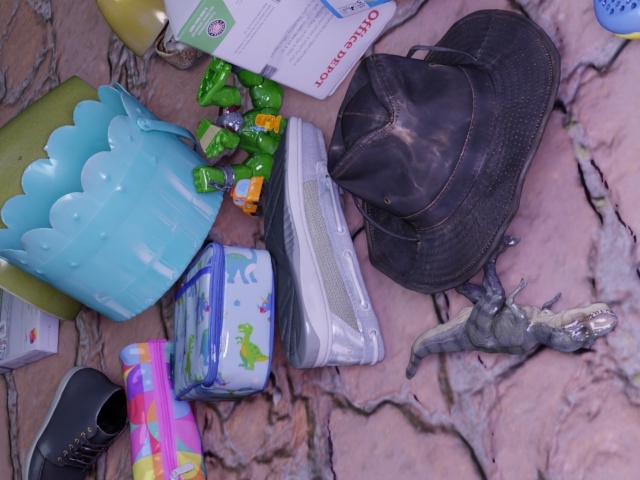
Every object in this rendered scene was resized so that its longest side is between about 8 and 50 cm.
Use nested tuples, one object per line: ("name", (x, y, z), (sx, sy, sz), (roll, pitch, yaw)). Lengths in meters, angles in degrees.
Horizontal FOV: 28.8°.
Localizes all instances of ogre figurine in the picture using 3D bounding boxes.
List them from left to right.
("ogre figurine", (-0.097, -0.147, 1.552), (0.097, 0.118, 0.197), (-30, 57, 36))

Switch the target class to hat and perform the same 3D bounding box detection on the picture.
("hat", (0.088, -0.112, 1.250), (0.331, 0.134, 0.331), (-45, 33, 41))

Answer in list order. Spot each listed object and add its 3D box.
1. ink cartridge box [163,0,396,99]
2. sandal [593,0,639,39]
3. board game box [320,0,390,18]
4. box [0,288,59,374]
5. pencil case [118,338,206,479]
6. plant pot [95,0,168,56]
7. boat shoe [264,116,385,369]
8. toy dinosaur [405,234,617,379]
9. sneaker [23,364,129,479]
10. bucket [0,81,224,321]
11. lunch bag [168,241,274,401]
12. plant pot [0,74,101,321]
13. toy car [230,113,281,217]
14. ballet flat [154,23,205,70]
("ink cartridge box", (-0.046, -0.278, 1.455), (0.160, 0.219, 0.092), (-49, 42, 27))
("sandal", (0.294, -0.341, 1.131), (0.126, 0.138, 0.317), (3, 82, 49))
("board game box", (0.118, -0.425, 1.304), (0.302, 0.086, 0.308), (-15, 68, 20))
("box", (-0.478, 0.125, 1.984), (0.186, 0.038, 0.145), (-23, 61, 45))
("pencil case", (-0.195, 0.236, 1.557), (0.104, 0.104, 0.236), (-40, 50, 35))
("plant pot", (-0.268, -0.348, 1.806), (0.134, 0.095, 0.134), (-50, 19, 25))
("boat shoe", (0.001, 0.000, 1.412), (0.118, 0.103, 0.320), (114, 153, -50))
("toy dinosaur", (0.163, 0.063, 1.215), (0.268, 0.064, 0.118), (-17, 72, 50))
("sneaker", (-0.337, 0.290, 1.722), (0.118, 0.083, 0.222), (14, 88, 51))
("bucket", (-0.266, -0.044, 1.580), (0.281, 0.183, 0.281), (-40, 27, 25))
("lunch bag", (-0.117, 0.098, 1.465), (0.219, 0.090, 0.176), (145, 130, -70))
("plant pot", (-0.385, -0.082, 1.793), (0.293, 0.275, 0.275), (-55, 40, -1))
("toy car", (-0.081, -0.092, 1.505), (0.060, 0.040, 0.122), (131, 150, -82))
("ballet flat", (-0.159, -0.307, 1.720), (0.206, 0.067, 0.073), (-40, 49, 35))
